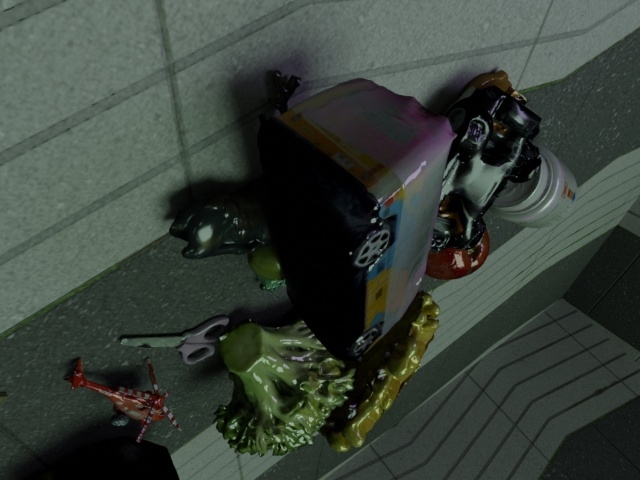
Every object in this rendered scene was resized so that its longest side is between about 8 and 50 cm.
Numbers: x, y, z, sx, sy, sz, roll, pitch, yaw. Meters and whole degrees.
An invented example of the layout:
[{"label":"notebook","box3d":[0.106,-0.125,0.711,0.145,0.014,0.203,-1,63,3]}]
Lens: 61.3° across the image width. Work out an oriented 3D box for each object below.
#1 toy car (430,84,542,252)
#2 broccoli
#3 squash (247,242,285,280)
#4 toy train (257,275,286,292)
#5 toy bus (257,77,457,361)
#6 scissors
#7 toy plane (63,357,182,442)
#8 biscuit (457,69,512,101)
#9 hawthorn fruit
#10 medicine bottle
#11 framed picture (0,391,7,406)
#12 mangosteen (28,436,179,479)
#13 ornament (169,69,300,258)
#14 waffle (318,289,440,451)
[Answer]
[{"label":"toy car","box3d":[0.242,-0.114,0.908,0.193,0.118,0.301,21,113,-29]},{"label":"broccoli","box3d":[-0.071,0.233,0.968,0.247,0.288,0.245,-10,148,19]},{"label":"squash","box3d":[0.000,0.000,0.846,0.250,0.083,0.083,-17,143,-28]},{"label":"toy train","box3d":[-0.067,0.053,0.904,0.083,0.033,0.053,-30,146,-23]},{"label":"toy bus","box3d":[0.049,-0.002,0.664,0.162,0.171,0.386,-34,150,-19]},{"label":"scissors","box3d":[-0.230,0.162,0.863,0.110,0.021,0.212,-52,152,13]},{"label":"toy plane","box3d":[-0.301,0.243,0.810,0.077,0.126,0.194,-22,160,23]},{"label":"biscuit","box3d":[0.257,-0.211,0.948,0.133,0.027,0.184,-11,136,-33]},{"label":"hawthorn fruit","box3d":[0.250,-0.001,1.086,0.172,0.173,0.173,-31,150,-20]},{"label":"medicine bottle","box3d":[0.436,-0.119,1.151,0.170,0.170,0.293,-53,151,19]},{"label":"framed picture","box3d":[-0.505,0.264,0.670,0.201,0.010,0.136,-50,152,13]},{"label":"mangosteen","box3d":[-0.371,0.467,0.896,0.287,0.287,0.233,-26,108,-28]},{"label":"ornament","box3d":[-0.071,-0.092,0.656,0.202,0.080,0.236,-11,142,-48]},{"label":"waffle","box3d":[0.102,0.247,1.143,0.380,0.095,0.382,-55,-171,-3]}]
